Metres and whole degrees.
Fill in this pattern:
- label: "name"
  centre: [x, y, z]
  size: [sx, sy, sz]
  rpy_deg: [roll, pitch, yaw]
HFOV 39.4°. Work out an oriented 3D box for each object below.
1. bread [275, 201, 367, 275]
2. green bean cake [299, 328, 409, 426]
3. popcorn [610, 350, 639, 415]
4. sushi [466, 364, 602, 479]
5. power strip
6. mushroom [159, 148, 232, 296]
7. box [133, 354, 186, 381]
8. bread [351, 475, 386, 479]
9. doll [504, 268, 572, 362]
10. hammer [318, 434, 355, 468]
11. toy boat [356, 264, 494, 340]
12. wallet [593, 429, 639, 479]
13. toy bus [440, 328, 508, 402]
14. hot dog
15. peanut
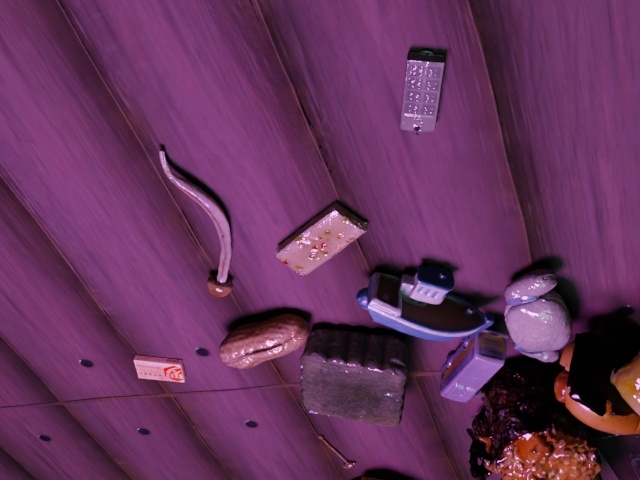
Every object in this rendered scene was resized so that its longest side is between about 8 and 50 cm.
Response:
- label: "bread"
  centre: [0.000, 0.000, 1.370]
  size: [0.068, 0.028, 0.153]
  rpy_deg: [36, 130, -23]
- label: "green bean cake"
  centre: [0.059, 0.238, 1.567]
  size: [0.184, 0.094, 0.183]
  rpy_deg: [5, 138, 5]
- label: "popcorn"
  centre: [0.591, 0.179, 1.273]
  size: [0.325, 0.290, 0.321]
  rpy_deg: [-22, 129, 5]
- label: "sushi"
  centre: [0.377, 0.375, 1.580]
  size: [0.234, 0.208, 0.349]
  rpy_deg: [-14, 136, 14]
- label: "power strip"
  centre: [0.130, -0.185, 1.151]
  size: [0.050, 0.019, 0.136]
  rpy_deg: [5, 137, 2]
- label: "mushroom"
  centre: [-0.176, -0.021, 1.377]
  size: [0.068, 0.043, 0.306]
  rpy_deg: [-18, 135, -7]
- label: "box"
  centre: [-0.306, 0.244, 1.700]
  size: [0.093, 0.015, 0.058]
  rpy_deg: [5, 136, 6]
- label: "bread"
  centre: [0.103, 0.608, 1.897]
  size: [0.124, 0.186, 0.257]
  rpy_deg: [23, 144, -20]
- label: "doll"
  centre: [0.343, 0.125, 1.408]
  size: [0.103, 0.072, 0.214]
  rpy_deg: [-6, 136, 16]
- label: "hammer"
  centre: [0.031, 0.438, 1.851]
  size: [0.029, 0.014, 0.123]
  rpy_deg: [-25, 125, 21]
- label: "toy boat"
  centre: [0.170, 0.095, 1.397]
  size: [0.215, 0.088, 0.102]
  rpy_deg: [19, 133, -8]
- label: "wallet"
  centre: [0.628, 0.407, 1.681]
  size: [0.182, 0.049, 0.229]
  rpy_deg: [-17, 130, 30]
- label: "toy bus"
  centre: [0.257, 0.211, 1.505]
  size: [0.064, 0.075, 0.190]
  rpy_deg: [14, 146, -6]
- label: "hot dog"
  centre: [0.484, 0.250, 1.438]
  size: [0.326, 0.194, 0.107]
  rpy_deg: [30, 146, -23]
- label: "peanut"
  centre: [-0.096, 0.171, 1.541]
  size: [0.174, 0.080, 0.080]
  rpy_deg: [-19, 131, 22]
